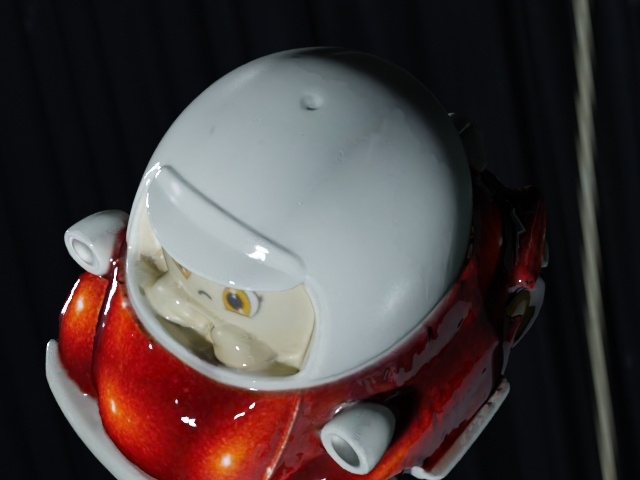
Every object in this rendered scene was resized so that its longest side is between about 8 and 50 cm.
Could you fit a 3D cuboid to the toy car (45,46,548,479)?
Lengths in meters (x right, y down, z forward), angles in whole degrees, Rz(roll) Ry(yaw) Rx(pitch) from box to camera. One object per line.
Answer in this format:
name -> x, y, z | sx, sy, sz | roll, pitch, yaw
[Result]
toy car -> 0.000, 0.000, 0.509 | 0.112, 0.112, 0.139 | 34, 57, 25
